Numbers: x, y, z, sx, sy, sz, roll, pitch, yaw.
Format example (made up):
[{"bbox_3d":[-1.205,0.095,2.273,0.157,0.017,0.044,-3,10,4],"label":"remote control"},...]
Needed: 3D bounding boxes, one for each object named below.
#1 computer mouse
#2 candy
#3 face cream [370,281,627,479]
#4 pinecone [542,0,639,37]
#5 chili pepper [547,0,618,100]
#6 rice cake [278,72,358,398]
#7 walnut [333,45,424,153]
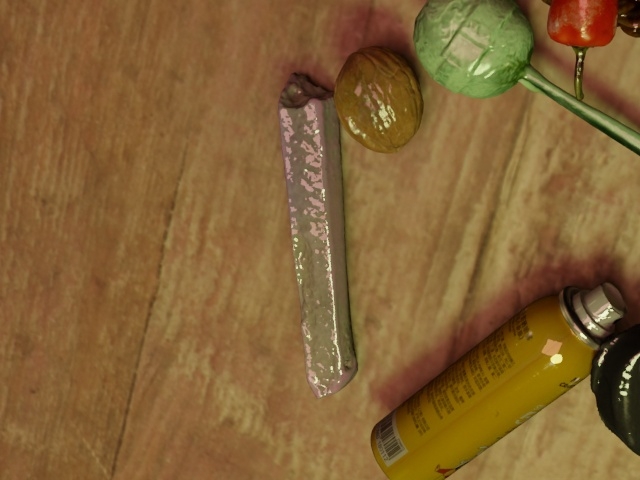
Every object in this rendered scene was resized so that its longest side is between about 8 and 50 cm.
[{"bbox_3d":[0.439,0.158,1.406,0.295,0.087,0.168,2,116,9],"label":"computer mouse"},{"bbox_3d":[0.293,-0.128,1.387,0.440,0.119,0.119,33,118,3],"label":"candy"},{"bbox_3d":[0.209,0.163,1.503,0.105,0.105,0.348,49,119,4],"label":"face cream"},{"bbox_3d":[0.288,-0.322,1.232,0.264,0.264,0.264,8,110,23],"label":"pinecone"},{"bbox_3d":[0.221,-0.243,1.104,0.063,0.071,0.272,-2,117,12],"label":"chili pepper"},{"bbox_3d":[0.001,0.000,1.569,0.064,0.070,0.399,1,107,21],"label":"rice cake"},{"bbox_3d":[0.067,-0.157,1.469,0.105,0.105,0.124,-13,101,28],"label":"walnut"}]
